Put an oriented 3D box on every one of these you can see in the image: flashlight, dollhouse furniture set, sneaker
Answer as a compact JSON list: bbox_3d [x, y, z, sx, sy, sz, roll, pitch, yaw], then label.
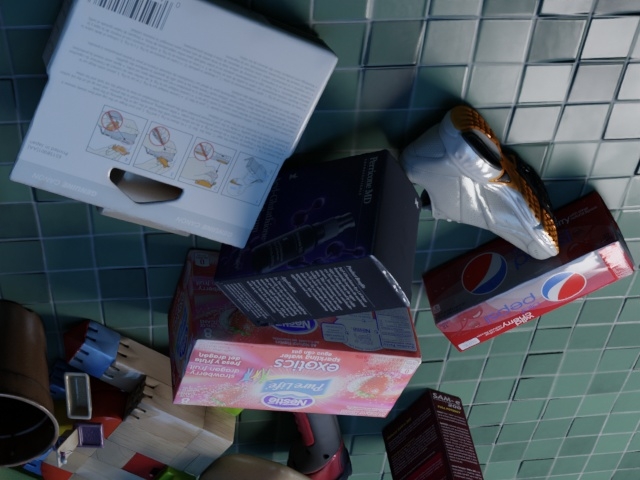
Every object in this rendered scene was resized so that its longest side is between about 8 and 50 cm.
[{"bbox_3d":[-0.021,0.274,1.623,0.103,0.103,0.304,-31,137,-15],"label":"flashlight"},{"bbox_3d":[-0.338,0.230,1.385,0.091,0.081,0.114,2,106,9],"label":"dollhouse furniture set"},{"bbox_3d":[0.192,-0.055,1.315,0.121,0.099,0.262,-27,128,28],"label":"sneaker"}]

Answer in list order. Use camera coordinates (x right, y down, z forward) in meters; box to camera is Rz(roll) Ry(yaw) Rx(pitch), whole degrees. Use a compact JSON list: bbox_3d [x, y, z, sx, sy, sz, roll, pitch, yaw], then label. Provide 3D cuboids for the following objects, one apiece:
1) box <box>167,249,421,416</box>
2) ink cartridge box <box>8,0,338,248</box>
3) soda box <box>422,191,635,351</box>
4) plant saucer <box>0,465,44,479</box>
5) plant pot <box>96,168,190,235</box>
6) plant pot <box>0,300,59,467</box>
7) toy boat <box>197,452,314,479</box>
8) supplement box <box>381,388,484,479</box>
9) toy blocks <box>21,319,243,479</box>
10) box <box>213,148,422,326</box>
[{"bbox_3d":[-0.039,0.126,1.409,0.300,0.154,0.142,6,135,-19],"label":"box"},{"bbox_3d":[-0.153,-0.138,1.109,0.275,0.060,0.239,17,111,-27],"label":"ink cartridge box"},{"bbox_3d":[0.273,0.044,1.427,0.263,0.092,0.083,-26,135,17],"label":"soda box"},{"bbox_3d":[-0.526,0.379,1.665,0.188,0.045,0.188,-33,133,24],"label":"plant saucer"},{"bbox_3d":[-0.183,-0.084,1.193,0.109,0.109,0.096,15,118,-26],"label":"plant pot"},{"bbox_3d":[-0.417,0.177,1.378,0.167,0.165,0.167,-5,138,-5],"label":"plant pot"},{"bbox_3d":[-0.126,0.401,1.596,0.318,0.148,0.267,5,157,33],"label":"toy boat"},{"bbox_3d":[0.179,0.365,1.647,0.073,0.239,0.130,19,130,-31],"label":"supplement box"},{"bbox_3d":[-0.305,0.272,1.523,0.261,0.191,0.381,29,125,-21],"label":"toy blocks"},{"bbox_3d":[0.000,0.000,1.242,0.207,0.153,0.108,-11,140,26],"label":"box"}]
